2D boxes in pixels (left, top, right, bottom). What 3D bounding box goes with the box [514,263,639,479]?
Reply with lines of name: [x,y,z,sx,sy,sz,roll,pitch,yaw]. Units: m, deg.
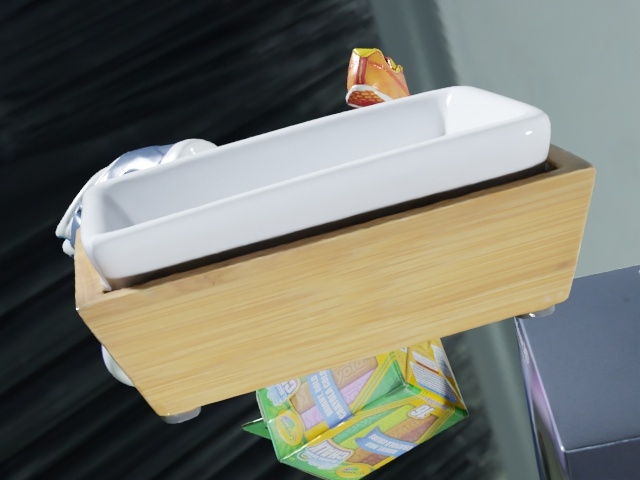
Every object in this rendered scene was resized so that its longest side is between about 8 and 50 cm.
box: [0.323,0.228,1.599,0.296,0.183,0.294,-97,-4,-61]

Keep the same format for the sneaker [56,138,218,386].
sneaker: [-0.234,0.036,1.812,0.130,0.323,0.236,32,150,-34]

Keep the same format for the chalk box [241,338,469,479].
chalk box: [0.019,0.163,1.578,0.213,0.132,0.132,-35,55,22]

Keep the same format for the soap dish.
soap dish: [0.000,0.000,0.917,0.229,0.291,0.118,-130,25,-76]

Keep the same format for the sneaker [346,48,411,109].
sneaker: [0.075,-0.150,1.572,0.064,0.067,0.175,3,166,17]
